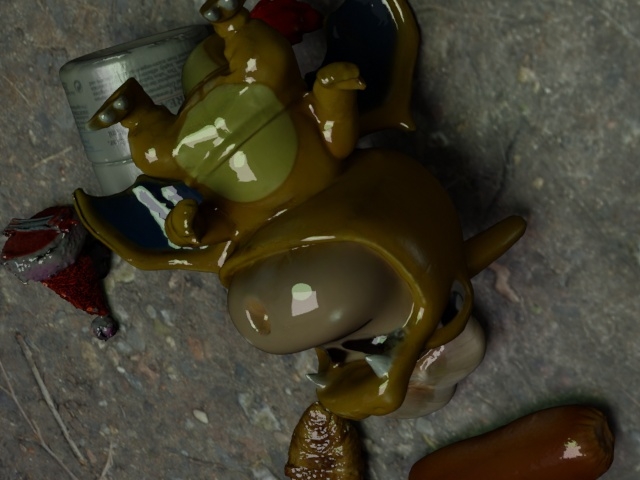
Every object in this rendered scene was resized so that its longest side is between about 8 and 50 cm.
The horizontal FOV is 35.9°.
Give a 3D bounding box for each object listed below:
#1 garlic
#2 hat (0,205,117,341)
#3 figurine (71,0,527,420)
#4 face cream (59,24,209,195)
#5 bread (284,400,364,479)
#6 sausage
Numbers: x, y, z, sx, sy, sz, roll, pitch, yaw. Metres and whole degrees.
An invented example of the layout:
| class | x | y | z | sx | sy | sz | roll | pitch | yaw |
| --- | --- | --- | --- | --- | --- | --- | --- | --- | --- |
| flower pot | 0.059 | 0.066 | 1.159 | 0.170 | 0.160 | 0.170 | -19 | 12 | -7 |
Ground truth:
| class | x | y | z | sx | sy | sz | roll | pitch | yaw |
| --- | --- | --- | --- | --- | --- | --- | --- | --- | --- |
| garlic | 0.116 | 0.140 | 1.145 | 0.124 | 0.099 | 0.174 | 37 | 130 | -9 |
| hat | -0.344 | 0.051 | 1.390 | 0.140 | 0.129 | 0.227 | -17 | 123 | 20 |
| figurine | 0.001 | -0.063 | 0.954 | 0.387 | 0.401 | 0.268 | 47 | 174 | -14 |
| face cream | -0.190 | -0.151 | 1.119 | 0.177 | 0.177 | 0.153 | -4 | 112 | 33 |
| bread | 0.009 | 0.306 | 1.311 | 0.105 | 0.076 | 0.233 | 1 | 109 | 18 |
| sausage | 0.213 | 0.266 | 1.157 | 0.089 | 0.083 | 0.300 | 45 | 132 | -12 |
